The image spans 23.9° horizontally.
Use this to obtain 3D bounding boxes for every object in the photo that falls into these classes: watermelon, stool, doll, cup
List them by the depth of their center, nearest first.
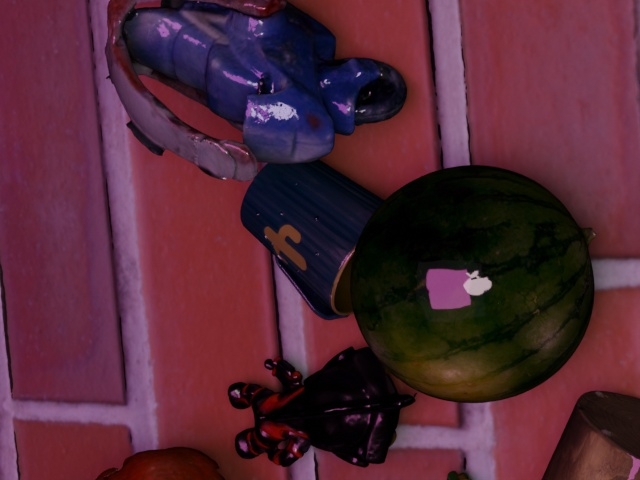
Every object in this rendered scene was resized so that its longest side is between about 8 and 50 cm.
[{"bbox_3d":[0.284,0.302,1.480,0.179,0.179,0.264,29,109,23],"label":"stool"},{"bbox_3d":[0.150,0.043,1.493,0.242,0.242,0.242,3,97,29],"label":"watermelon"},{"bbox_3d":[0.000,0.000,1.647,0.155,0.131,0.176,39,137,25],"label":"cup"},{"bbox_3d":[0.004,0.186,1.682,0.249,0.088,0.127,-17,108,38],"label":"doll"}]

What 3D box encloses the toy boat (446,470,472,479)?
[{"bbox_3d":[0.161,0.364,1.618,0.088,0.089,0.229,-172,80,-66],"label":"toy boat"}]

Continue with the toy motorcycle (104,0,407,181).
[{"bbox_3d":[-0.089,-0.163,1.626,0.319,0.182,0.241,30,76,24],"label":"toy motorcycle"}]

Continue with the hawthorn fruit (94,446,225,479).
[{"bbox_3d":[-0.178,0.387,1.716,0.211,0.211,0.299,-24,66,29],"label":"hawthorn fruit"}]
